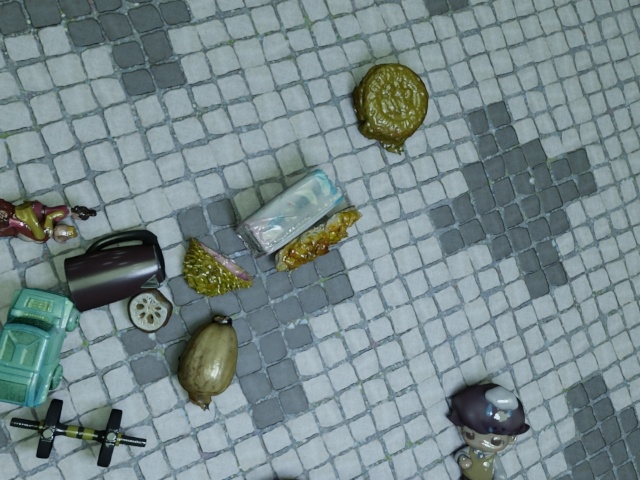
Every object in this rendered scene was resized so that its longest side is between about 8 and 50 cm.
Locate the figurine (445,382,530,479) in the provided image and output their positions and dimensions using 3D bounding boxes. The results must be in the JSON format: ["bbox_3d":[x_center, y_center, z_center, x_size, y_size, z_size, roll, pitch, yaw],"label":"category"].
[{"bbox_3d":[0.486,0.608,1.775,0.206,0.218,0.364,20,84,-43],"label":"figurine"}]

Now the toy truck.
[{"bbox_3d":[-0.702,0.258,1.425,0.155,0.156,0.278,14,81,-7],"label":"toy truck"}]

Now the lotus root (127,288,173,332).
[{"bbox_3d":[-0.459,0.190,1.565,0.112,0.081,0.122,-44,100,-8],"label":"lotus root"}]

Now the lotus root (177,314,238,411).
[{"bbox_3d":[-0.303,0.324,1.573,0.155,0.140,0.256,5,70,22],"label":"lotus root"}]

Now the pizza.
[{"bbox_3d":[0.000,0.000,1.675,0.306,0.161,0.085,-33,84,-15],"label":"pizza"}]

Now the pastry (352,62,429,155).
[{"bbox_3d":[0.212,-0.415,1.785,0.240,0.132,0.235,28,78,-13],"label":"pastry"}]

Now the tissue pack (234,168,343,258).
[{"bbox_3d":[-0.092,-0.073,1.633,0.271,0.201,0.124,-39,94,-18],"label":"tissue pack"}]

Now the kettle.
[{"bbox_3d":[-0.524,0.069,1.520,0.233,0.144,0.202,-15,49,-14],"label":"kettle"}]

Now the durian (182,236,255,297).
[{"bbox_3d":[-0.290,0.079,1.610,0.182,0.165,0.132,61,39,-29],"label":"durian"}]

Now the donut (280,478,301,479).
[{"bbox_3d":[-0.095,0.755,1.582,0.262,0.128,0.208,-11,81,3],"label":"donut"}]

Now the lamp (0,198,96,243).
[{"bbox_3d":[-0.701,-0.045,1.481,0.254,0.118,0.118,5,85,-17],"label":"lamp"}]

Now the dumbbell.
[{"bbox_3d":[-0.599,0.480,1.462,0.326,0.143,0.143,15,82,-16],"label":"dumbbell"}]
